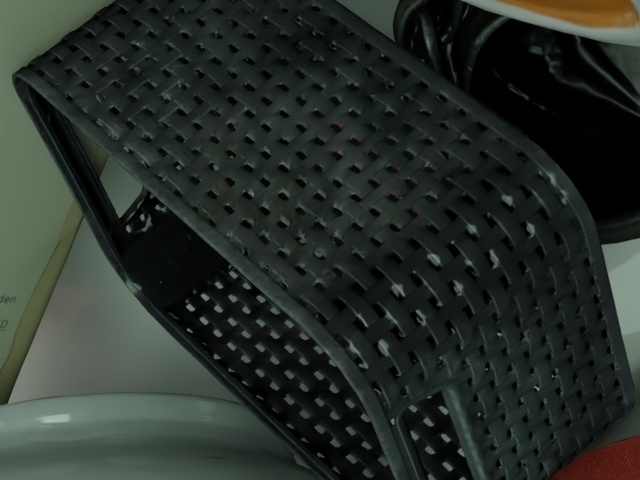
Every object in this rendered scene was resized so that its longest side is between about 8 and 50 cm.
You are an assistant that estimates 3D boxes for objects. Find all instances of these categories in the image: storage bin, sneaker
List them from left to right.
[{"bbox_3d":[0.000,0.000,0.589,0.084,0.122,0.180,-38,50,-14],"label":"storage bin"},{"bbox_3d":[0.050,-0.124,0.612,0.105,0.147,0.295,-32,93,20],"label":"sneaker"}]

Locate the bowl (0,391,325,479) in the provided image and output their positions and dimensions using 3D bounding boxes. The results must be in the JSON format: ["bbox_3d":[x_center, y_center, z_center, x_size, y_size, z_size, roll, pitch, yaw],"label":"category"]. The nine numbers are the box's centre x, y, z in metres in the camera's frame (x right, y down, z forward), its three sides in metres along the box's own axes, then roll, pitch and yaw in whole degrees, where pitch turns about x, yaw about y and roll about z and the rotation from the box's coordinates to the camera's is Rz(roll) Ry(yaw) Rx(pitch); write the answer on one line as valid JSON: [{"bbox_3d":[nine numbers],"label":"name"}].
[{"bbox_3d":[-0.074,0.136,0.666,0.298,0.298,0.134,-11,68,15],"label":"bowl"}]

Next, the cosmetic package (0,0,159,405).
[{"bbox_3d":[-0.136,-0.105,0.645,0.160,0.113,0.309,39,112,37],"label":"cosmetic package"}]

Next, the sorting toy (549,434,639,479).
[{"bbox_3d":[0.249,0.132,0.615,0.366,0.126,0.127,-5,147,14],"label":"sorting toy"}]

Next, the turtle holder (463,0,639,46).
[{"bbox_3d":[0.094,-0.198,0.472,0.227,0.243,0.320,-2,69,39],"label":"turtle holder"}]
